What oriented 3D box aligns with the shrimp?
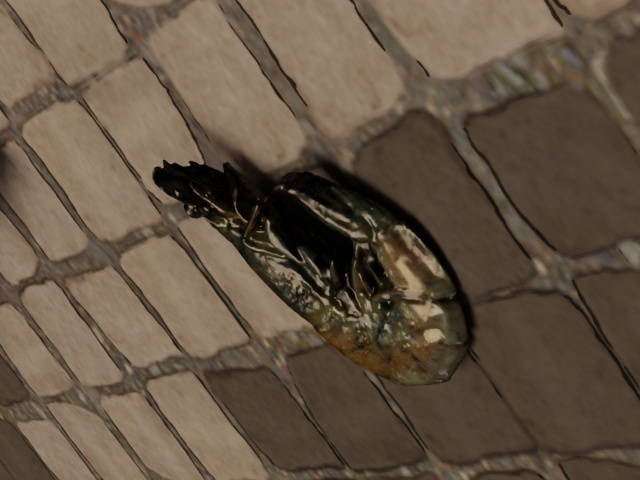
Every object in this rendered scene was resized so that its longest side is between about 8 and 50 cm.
[{"bbox_3d":[0.000,0.000,0.708,0.161,0.034,0.091,36,137,10],"label":"shrimp"}]
